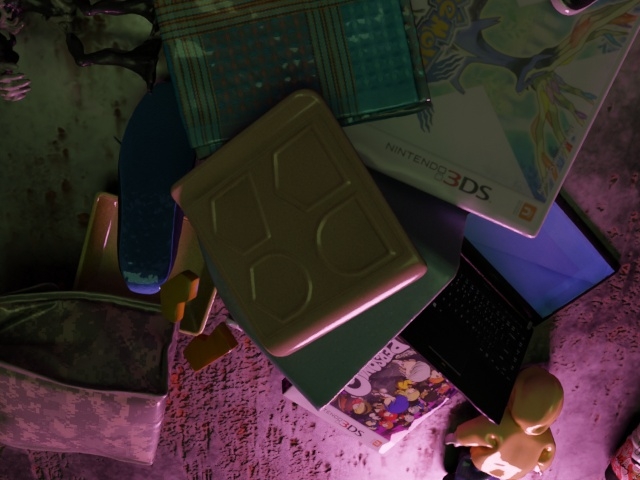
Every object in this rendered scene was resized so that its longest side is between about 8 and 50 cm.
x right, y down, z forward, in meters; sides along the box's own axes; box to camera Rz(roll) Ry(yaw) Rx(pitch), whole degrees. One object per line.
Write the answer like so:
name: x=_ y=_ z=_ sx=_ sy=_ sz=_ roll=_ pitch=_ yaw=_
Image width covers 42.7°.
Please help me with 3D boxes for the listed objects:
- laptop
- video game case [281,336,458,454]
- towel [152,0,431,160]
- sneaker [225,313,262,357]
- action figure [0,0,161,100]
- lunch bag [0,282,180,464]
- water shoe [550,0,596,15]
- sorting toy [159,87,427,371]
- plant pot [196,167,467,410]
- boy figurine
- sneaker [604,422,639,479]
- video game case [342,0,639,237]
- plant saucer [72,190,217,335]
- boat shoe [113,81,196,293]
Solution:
laptop: x=0.261 y=0.078 z=1.113 sx=0.234 sy=0.264 sz=0.136 roll=43 pitch=148 yaw=-23
video game case: x=0.093 y=0.204 z=1.240 sx=0.210 sy=0.042 sz=0.232 roll=36 pitch=114 yaw=-22
towel: x=-0.051 y=-0.290 z=0.865 sx=0.271 sy=0.040 sz=0.370 roll=-13 pitch=99 yaw=4
sneaker: x=-0.094 y=0.142 z=1.199 sx=0.098 sy=0.038 sz=0.069 roll=11 pitch=119 yaw=-8
action figure: x=-0.314 y=-0.249 z=0.900 sx=0.276 sy=0.141 sz=0.164 roll=9 pitch=122 yaw=-11
lunch bag: x=-0.348 y=0.179 z=1.110 sx=0.287 sy=0.169 sz=0.235 roll=9 pitch=142 yaw=-9
water shoe: x=0.329 y=-0.326 z=0.876 sx=0.203 sy=0.080 sz=0.073 roll=-45 pitch=106 yaw=1
sorting toy: x=-0.062 y=0.009 z=0.895 sx=0.307 sy=0.041 sz=0.229 roll=-33 pitch=90 yaw=25
plant pot: x=0.000 y=0.000 z=1.006 sx=0.252 sy=0.247 sz=0.248 roll=39 pitch=114 yaw=-4
boy figurine: x=0.286 y=0.317 z=1.287 sx=0.177 sy=0.092 sz=0.285 roll=16 pitch=119 yaw=-11
sneaker: x=0.614 y=0.366 z=1.326 sx=0.270 sy=0.090 sz=0.145 roll=11 pitch=123 yaw=-6
video game case: x=0.191 y=-0.204 z=0.942 sx=0.300 sy=0.036 sz=0.329 roll=22 pitch=99 yaw=-14
plant saucer: x=-0.228 y=0.026 z=1.121 sx=0.188 sy=0.045 sz=0.188 roll=16 pitch=120 yaw=-11
boat shoe: x=-0.213 y=-0.067 z=1.012 sx=0.109 sy=0.089 sz=0.258 roll=15 pitch=87 yaw=-10
